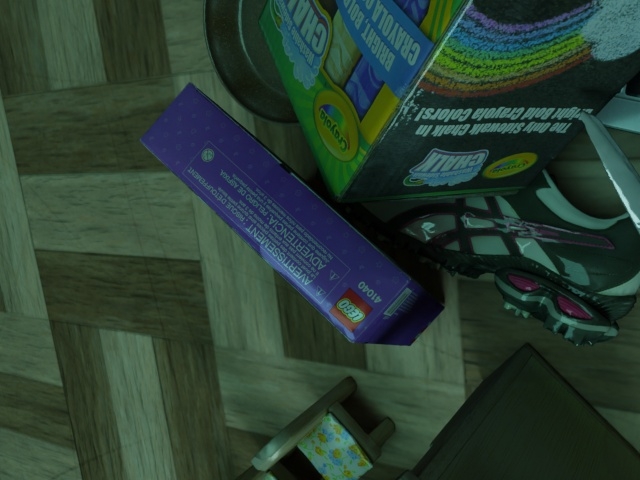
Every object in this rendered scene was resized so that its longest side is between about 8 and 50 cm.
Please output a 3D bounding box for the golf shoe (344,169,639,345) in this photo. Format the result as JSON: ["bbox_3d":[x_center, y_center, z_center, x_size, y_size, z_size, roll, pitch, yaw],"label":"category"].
[{"bbox_3d":[0.141,-0.017,0.604,0.272,0.105,0.120,27,97,23],"label":"golf shoe"}]

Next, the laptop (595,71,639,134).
[{"bbox_3d":[0.251,-0.218,0.364,0.407,0.236,0.382,20,114,28],"label":"laptop"}]

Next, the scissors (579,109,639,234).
[{"bbox_3d":[0.250,0.033,0.492,0.297,0.021,0.109,34,121,-16],"label":"scissors"}]

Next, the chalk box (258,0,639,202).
[{"bbox_3d":[0.082,-0.144,0.476,0.289,0.180,0.179,-54,49,48],"label":"chalk box"}]

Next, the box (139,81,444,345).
[{"bbox_3d":[0.000,0.000,0.576,0.201,0.293,0.057,43,93,17],"label":"box"}]

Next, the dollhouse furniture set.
[{"bbox_3d":[0.077,0.312,0.634,0.362,0.256,0.394,46,124,14],"label":"dollhouse furniture set"}]

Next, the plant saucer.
[{"bbox_3d":[-0.028,-0.212,0.677,0.198,0.036,0.199,11,110,32],"label":"plant saucer"}]
